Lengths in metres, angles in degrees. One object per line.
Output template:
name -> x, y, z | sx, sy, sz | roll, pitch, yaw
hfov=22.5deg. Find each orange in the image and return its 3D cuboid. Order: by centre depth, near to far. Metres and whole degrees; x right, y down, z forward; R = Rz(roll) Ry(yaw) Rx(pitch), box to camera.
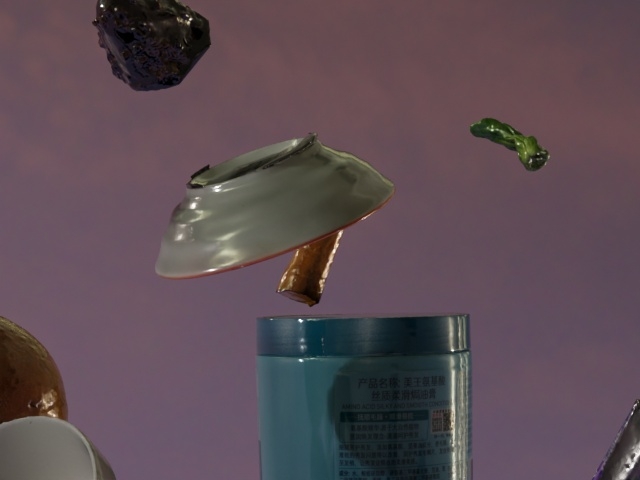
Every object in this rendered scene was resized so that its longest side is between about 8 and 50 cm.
orange -> -0.441, 0.211, 1.986 | 0.264, 0.264, 0.264 | 19, -164, -6

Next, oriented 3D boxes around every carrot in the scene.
carrot -> 0.000, 0.000, 2.503 | 0.072, 0.205, 0.072 | 23, 174, 3

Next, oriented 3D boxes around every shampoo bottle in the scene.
shampoo bottle -> 0.069, 0.282, 2.435 | 0.331, 0.343, 0.331 | -2, 178, 0

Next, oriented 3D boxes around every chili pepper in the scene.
chili pepper -> 0.171, -0.088, 1.423 | 0.034, 0.030, 0.091 | -25, -142, -25

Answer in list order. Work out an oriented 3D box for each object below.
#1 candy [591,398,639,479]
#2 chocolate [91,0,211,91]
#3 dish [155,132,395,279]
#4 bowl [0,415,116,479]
candy -> 0.333, 0.328, 1.855 | 0.088, 0.312, 0.061 | 10, -159, -42
chocolate -> -0.249, -0.294, 2.181 | 0.156, 0.156, 0.133 | 32, 171, 35
dish -> -0.059, -0.048, 1.638 | 0.260, 0.085, 0.260 | -18, -168, 4
bowl -> -0.319, 0.342, 1.716 | 0.287, 0.287, 0.144 | 41, 170, 51
